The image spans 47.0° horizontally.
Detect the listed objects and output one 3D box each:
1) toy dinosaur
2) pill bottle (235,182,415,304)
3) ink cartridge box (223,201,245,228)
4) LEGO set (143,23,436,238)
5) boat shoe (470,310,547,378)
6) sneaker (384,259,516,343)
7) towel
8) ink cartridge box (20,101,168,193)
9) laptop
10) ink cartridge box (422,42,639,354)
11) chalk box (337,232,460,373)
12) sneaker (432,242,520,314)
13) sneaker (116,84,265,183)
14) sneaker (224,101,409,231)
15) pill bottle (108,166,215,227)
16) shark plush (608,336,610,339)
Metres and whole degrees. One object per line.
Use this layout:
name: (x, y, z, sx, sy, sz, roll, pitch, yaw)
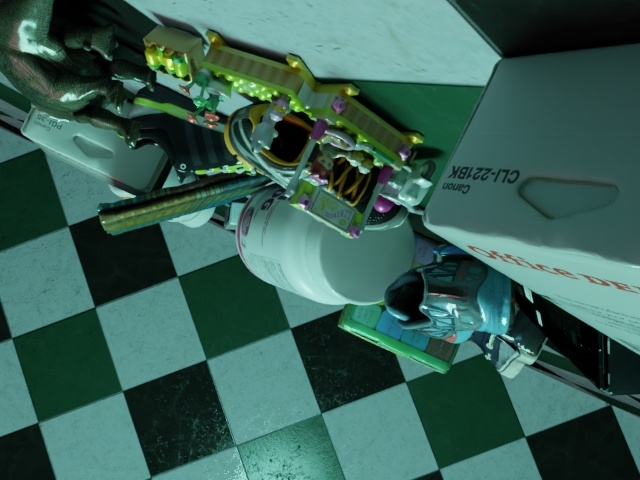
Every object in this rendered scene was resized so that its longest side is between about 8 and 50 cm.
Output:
toy dinosaur: (-0.268, -0.176, 0.751, 0.161, 0.120, 0.313, 10, 176, 7)
pill bottle: (0.000, 0.000, 1.008, 0.160, 0.160, 0.283, 27, 173, -25)
ink cartridge box: (-0.069, -0.035, 1.419, 0.224, 0.045, 0.223, 7, 177, -10)
LEGO set: (-0.033, -0.087, 0.636, 0.287, 0.107, 0.132, 26, 174, -12)
boat shoe: (0.337, 0.167, 1.407, 0.158, 0.127, 0.340, 30, 168, 13)
sneaker: (0.134, 0.062, 0.874, 0.125, 0.104, 0.262, 6, 168, -6)
towel: (-0.214, -0.067, 1.164, 0.272, 0.040, 0.370, -17, -178, -14)
ink cartridge box: (-0.347, -0.159, 1.208, 0.207, 0.117, 0.283, 26, 174, -11)
laptop: (0.328, 0.067, 0.791, 0.264, 0.137, 0.234, 51, 177, 34)
ink cartridge box: (0.224, 0.009, 0.401, 0.273, 0.114, 0.197, 27, 175, -29)
chalk box: (0.141, 0.090, 1.158, 0.179, 0.180, 0.289, 24, 173, 3)
sneaker: (0.224, 0.059, 1.015, 0.188, 0.078, 0.067, 32, 172, -34)
sneaker: (-0.144, -0.109, 0.932, 0.235, 0.097, 0.084, 25, 174, -1)
sneaker: (0.000, -0.073, 0.760, 0.215, 0.084, 0.083, 27, 169, -10)
pill bottle: (-0.326, -0.111, 1.539, 0.121, 0.121, 0.221, 20, 173, 37)
shark plush: (0.355, 0.101, 0.910, 0.161, 0.067, 0.073, 23, 174, 14)
